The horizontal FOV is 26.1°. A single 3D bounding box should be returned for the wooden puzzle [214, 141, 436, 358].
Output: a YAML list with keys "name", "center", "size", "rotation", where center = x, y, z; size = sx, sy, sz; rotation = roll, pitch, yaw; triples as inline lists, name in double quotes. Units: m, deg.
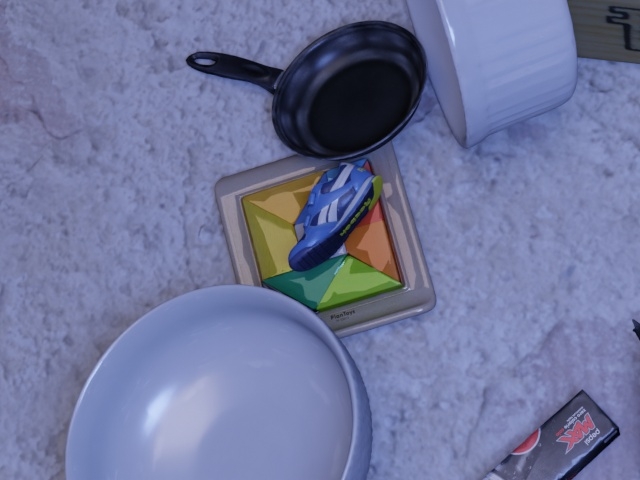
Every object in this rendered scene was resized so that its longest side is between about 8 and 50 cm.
- name: "wooden puzzle"
  center: [0.000, 0.000, 1.595]
  size: [0.220, 0.044, 0.239]
  rotation: [-17, 70, 9]

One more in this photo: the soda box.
- name: "soda box"
  center: [0.235, 0.236, 1.457]
  size: [0.169, 0.053, 0.060]
  rotation: [-42, 68, -2]

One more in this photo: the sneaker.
- name: "sneaker"
  center: [0.007, -0.027, 1.555]
  size: [0.059, 0.053, 0.144]
  rotation: [37, 81, 20]

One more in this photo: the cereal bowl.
- name: "cereal bowl"
  center: [-0.096, 0.225, 1.484]
  size: [0.338, 0.141, 0.339]
  rotation: [-9, 64, 19]

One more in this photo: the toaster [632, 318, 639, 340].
- name: "toaster"
  center: [0.411, 0.173, 1.401]
  size: [0.168, 0.110, 0.186]
  rotation: [-6, 72, 12]

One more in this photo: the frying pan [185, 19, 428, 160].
- name: "frying pan"
  center: [-0.022, -0.161, 1.629]
  size: [0.326, 0.053, 0.197]
  rotation: [-9, 56, 24]

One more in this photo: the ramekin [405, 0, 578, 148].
- name: "ramekin"
  center: [0.180, -0.252, 1.511]
  size: [0.135, 0.277, 0.277]
  rotation: [-18, 69, 0]

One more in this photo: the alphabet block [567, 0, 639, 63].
- name: "alphabet block"
  center: [0.378, -0.310, 1.517]
  size: [0.197, 0.193, 0.192]
  rotation: [10, 74, 17]
